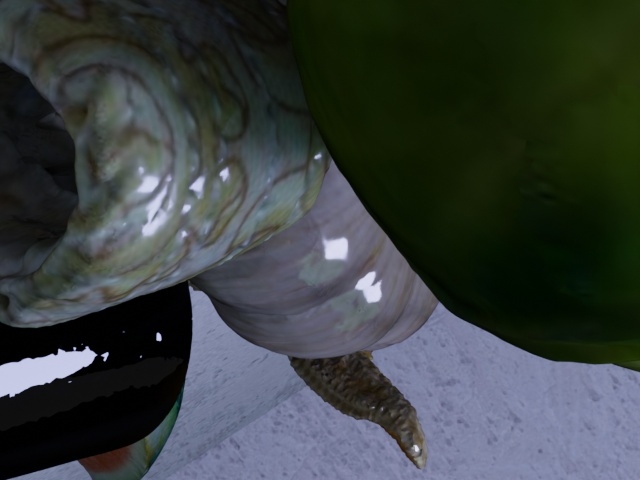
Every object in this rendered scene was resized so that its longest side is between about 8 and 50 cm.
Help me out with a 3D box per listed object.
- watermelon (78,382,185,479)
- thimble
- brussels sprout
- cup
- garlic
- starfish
[{"bbox_3d":[-0.151,0.102,1.323,0.146,0.128,0.231,-49,177,-34],"label":"watermelon"},{"bbox_3d":[-0.102,-0.046,0.644,0.190,0.137,0.143,6,-160,38],"label":"thimble"},{"bbox_3d":[0.165,-0.115,0.561,0.361,0.342,0.425,-39,161,-16],"label":"brussels sprout"},{"bbox_3d":[-0.202,0.066,0.779,0.177,0.166,0.239,-17,159,-49],"label":"cup"},{"bbox_3d":[-0.037,-0.034,0.869,0.212,0.219,0.218,-6,-175,30],"label":"garlic"},{"bbox_3d":[0.021,-0.008,1.021,0.293,0.301,0.084,-43,139,-35],"label":"starfish"}]
